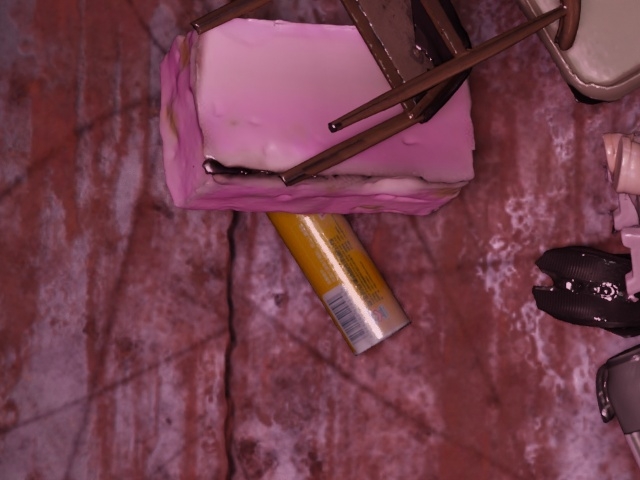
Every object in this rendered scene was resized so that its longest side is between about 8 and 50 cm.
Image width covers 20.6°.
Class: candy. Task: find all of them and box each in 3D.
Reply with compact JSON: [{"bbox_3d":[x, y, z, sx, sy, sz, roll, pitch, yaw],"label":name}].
[{"bbox_3d":[0.000,-0.108,1.553,0.265,0.116,0.155,0,72,-20],"label":"candy"}]

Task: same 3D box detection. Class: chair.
[{"bbox_3d":[0.061,-0.186,1.445,0.272,0.166,0.188,-28,85,-21],"label":"chair"}]

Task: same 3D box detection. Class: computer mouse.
[{"bbox_3d":[0.260,0.045,1.612,0.135,0.047,0.079,11,88,8],"label":"computer mouse"}]

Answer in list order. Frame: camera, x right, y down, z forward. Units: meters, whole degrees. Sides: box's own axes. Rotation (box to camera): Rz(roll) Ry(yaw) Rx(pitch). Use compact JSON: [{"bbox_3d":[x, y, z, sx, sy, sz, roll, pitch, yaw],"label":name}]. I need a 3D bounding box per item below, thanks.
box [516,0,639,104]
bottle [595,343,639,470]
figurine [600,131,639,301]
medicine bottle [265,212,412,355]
[{"bbox_3d":[0.217,-0.249,1.561,0.138,0.178,0.274,-29,85,3],"label":"box"},{"bbox_3d":[0.327,0.215,1.586,0.096,0.079,0.253,-25,87,29],"label":"bottle"},{"bbox_3d":[0.382,-0.037,1.552,0.257,0.182,0.144,-6,103,3],"label":"figurine"},{"bbox_3d":[0.000,0.000,1.629,0.074,0.074,0.218,-32,87,4],"label":"medicine bottle"}]
